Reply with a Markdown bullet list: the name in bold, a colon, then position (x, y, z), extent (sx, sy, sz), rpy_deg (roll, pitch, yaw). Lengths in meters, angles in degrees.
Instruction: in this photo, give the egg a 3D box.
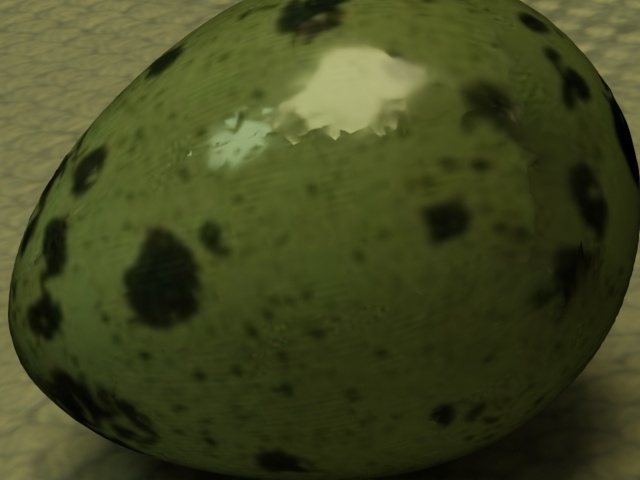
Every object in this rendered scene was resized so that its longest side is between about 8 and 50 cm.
- **egg**: position (0.000, 0.000, 0.698), extent (0.228, 0.177, 0.177), rpy_deg (-22, 28, 5)
